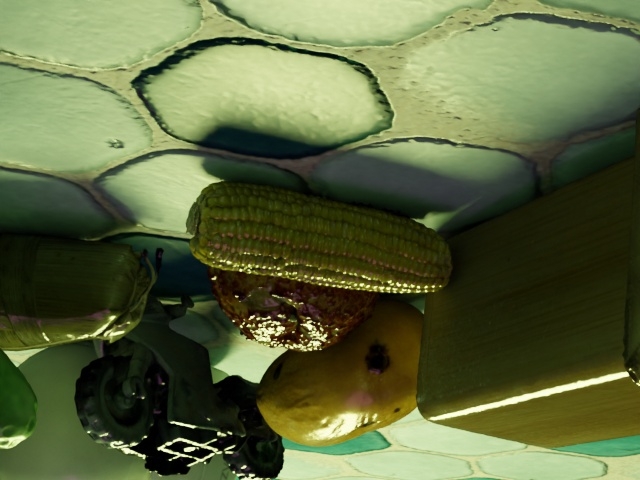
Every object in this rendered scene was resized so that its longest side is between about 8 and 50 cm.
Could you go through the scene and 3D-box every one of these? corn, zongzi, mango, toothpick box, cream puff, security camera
[{"bbox_3d":[0.000,0.000,1.070,0.203,0.072,0.072,9,158,-13],"label":"corn"},{"bbox_3d":[-0.222,0.057,1.234,0.204,0.094,0.204,1,162,8],"label":"zongzi"},{"bbox_3d":[0.025,0.128,1.306,0.157,0.109,0.262,-31,176,-20],"label":"mango"},{"bbox_3d":[0.211,0.049,1.015,0.190,0.188,0.308,14,161,-23],"label":"toothpick box"},{"bbox_3d":[-0.025,0.042,1.165,0.149,0.084,0.149,3,156,1],"label":"cream puff"},{"bbox_3d":[-0.218,0.201,1.456,0.236,0.195,0.194,12,157,-26],"label":"security camera"}]

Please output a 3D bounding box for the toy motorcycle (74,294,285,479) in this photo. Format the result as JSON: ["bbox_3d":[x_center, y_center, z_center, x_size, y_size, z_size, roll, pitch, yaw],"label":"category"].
[{"bbox_3d":[-0.130,0.138,1.337,0.106,0.159,0.270,-27,149,28],"label":"toy motorcycle"}]

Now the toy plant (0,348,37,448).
[{"bbox_3d":[-0.433,0.072,1.070,0.356,0.211,0.317,-24,116,7],"label":"toy plant"}]
